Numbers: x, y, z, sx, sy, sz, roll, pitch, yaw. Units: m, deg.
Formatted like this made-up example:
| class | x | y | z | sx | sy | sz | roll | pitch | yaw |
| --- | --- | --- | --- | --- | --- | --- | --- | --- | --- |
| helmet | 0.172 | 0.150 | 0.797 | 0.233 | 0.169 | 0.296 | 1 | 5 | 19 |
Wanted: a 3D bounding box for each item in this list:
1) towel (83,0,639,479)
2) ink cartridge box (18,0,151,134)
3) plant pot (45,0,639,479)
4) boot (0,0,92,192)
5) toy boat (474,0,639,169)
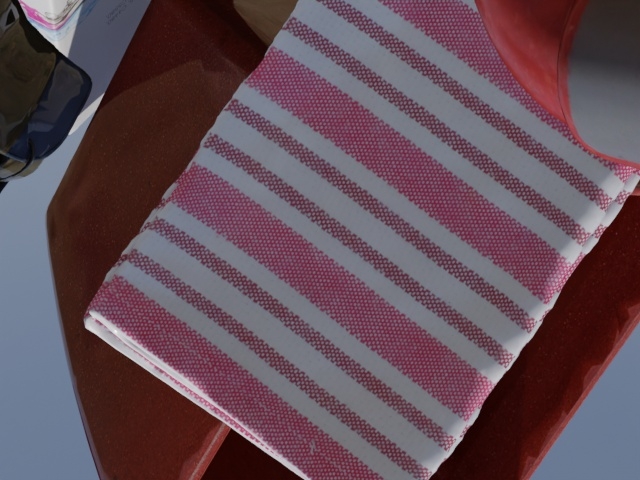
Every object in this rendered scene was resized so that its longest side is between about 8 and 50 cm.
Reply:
| class | x | y | z | sx | sy | sz | roll | pitch | yaw |
| --- | --- | --- | --- | --- | --- | --- | --- | --- | --- |
| towel | 0.022 | -0.010 | 0.711 | 0.144 | 0.197 | 0.029 | 35 | -174 | 4 |
| ink cartridge box | -0.159 | -0.239 | 1.076 | 0.198 | 0.270 | 0.197 | 34 | -115 | 15 |
| plant pot | 0.000 | 0.000 | 1.065 | 0.267 | 0.267 | 0.236 | 1 | -142 | -44 |
| boot | -0.157 | -0.046 | 0.841 | 0.082 | 0.106 | 0.219 | -36 | -152 | 32 |
| toy boat | 0.070 | -0.119 | 0.323 | 0.151 | 0.231 | 0.151 | -3 | -167 | -44 |
